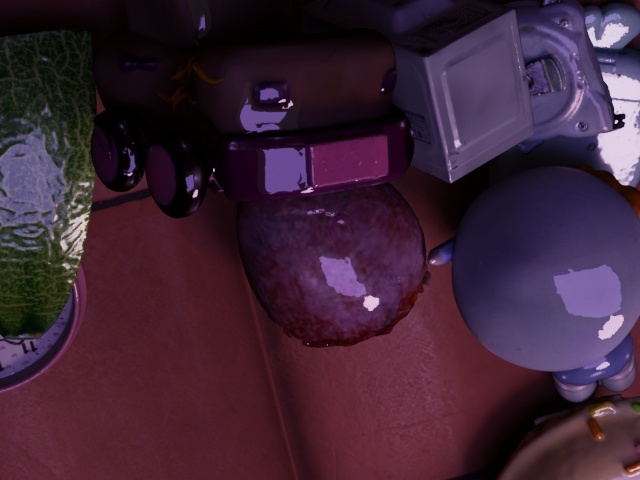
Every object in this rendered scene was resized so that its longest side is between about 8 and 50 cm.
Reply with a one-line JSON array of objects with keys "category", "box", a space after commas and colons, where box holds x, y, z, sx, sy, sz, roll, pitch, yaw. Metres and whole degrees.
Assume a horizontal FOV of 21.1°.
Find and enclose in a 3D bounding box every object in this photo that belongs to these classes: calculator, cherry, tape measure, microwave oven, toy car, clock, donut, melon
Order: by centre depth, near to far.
[{"category": "toy car", "box": [-0.069, -0.163, 1.609, 0.271, 0.341, 0.240, -11, 106, -35]}, {"category": "microwave oven", "box": [0.096, -0.172, 1.692, 0.122, 0.208, 0.162, -30, 125, -25]}, {"category": "melon", "box": [-0.309, -0.046, 1.705, 0.196, 0.124, 0.323, -4, 101, 0]}, {"category": "tape measure", "box": [0.190, -0.244, 1.730, 0.164, 0.084, 0.330, -19, 111, 15]}, {"category": "cherry", "box": [0.000, 0.000, 1.816, 0.192, 0.175, 0.249, -23, 111, 34]}, {"category": "clock", "box": [-0.372, 0.060, 1.838, 0.244, 0.056, 0.244, -6, 119, -11]}, {"category": "calculator", "box": [0.280, -0.121, 1.869, 0.184, 0.042, 0.295, 3, 120, -13]}, {"category": "donut", "box": [0.357, 0.366, 2.100, 0.307, 0.150, 0.371, -37, 125, 15]}]

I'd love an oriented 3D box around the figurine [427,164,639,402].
[{"category": "figurine", "box": [0.295, 0.074, 1.871, 0.224, 0.205, 0.382, -23, 143, 20]}]
